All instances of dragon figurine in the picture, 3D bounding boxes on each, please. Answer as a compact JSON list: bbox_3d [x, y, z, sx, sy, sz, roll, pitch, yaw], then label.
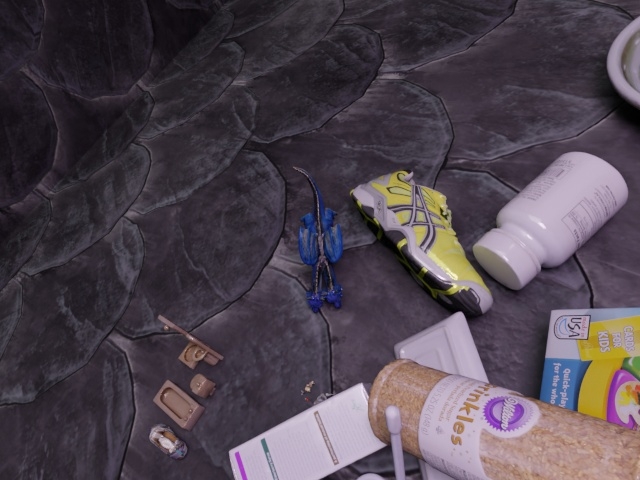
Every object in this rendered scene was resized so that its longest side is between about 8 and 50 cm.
[{"bbox_3d":[0.000,0.000,0.830,0.085,0.289,0.144,-5,21,0],"label":"dragon figurine"}]

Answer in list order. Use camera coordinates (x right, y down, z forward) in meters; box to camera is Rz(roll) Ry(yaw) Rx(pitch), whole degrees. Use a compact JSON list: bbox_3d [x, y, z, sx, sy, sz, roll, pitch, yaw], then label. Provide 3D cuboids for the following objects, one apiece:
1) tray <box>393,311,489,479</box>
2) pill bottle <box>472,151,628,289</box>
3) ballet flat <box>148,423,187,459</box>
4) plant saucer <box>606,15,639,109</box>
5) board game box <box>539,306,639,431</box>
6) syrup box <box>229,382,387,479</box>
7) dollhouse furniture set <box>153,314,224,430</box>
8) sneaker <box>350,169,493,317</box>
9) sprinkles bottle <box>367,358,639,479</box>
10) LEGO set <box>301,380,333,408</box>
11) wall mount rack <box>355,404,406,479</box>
[{"bbox_3d":[0.183,0.243,0.611,0.145,0.030,0.270,-36,38,28],"label":"tray"},{"bbox_3d":[0.376,-0.029,0.693,0.229,0.131,0.131,-41,47,-5],"label":"pill bottle"},{"bbox_3d":[-0.305,0.385,0.804,0.114,0.041,0.041,12,62,35],"label":"ballet flat"},{"bbox_3d":[0.747,-0.313,0.735,0.401,0.100,0.400,-15,49,18],"label":"plant saucer"},{"bbox_3d":[0.405,0.195,0.422,0.336,0.079,0.253,-19,44,56],"label":"board game box"},{"bbox_3d":[-0.011,0.318,0.644,0.237,0.093,0.096,-28,65,6],"label":"syrup box"},{"bbox_3d":[-0.294,0.264,0.834,0.144,0.123,0.151,18,65,37],"label":"dollhouse furniture set"},{"bbox_3d":[0.196,-0.022,0.779,0.147,0.145,0.384,-34,48,1],"label":"sneaker"},{"bbox_3d":[0.213,0.226,0.447,0.355,0.121,0.121,-1,53,52],"label":"sprinkles bottle"},{"bbox_3d":[-0.007,0.285,0.730,0.083,0.023,0.054,20,67,38],"label":"LEGO set"},{"bbox_3d":[0.098,0.374,0.437,0.304,0.131,0.350,-62,32,11],"label":"wall mount rack"}]
